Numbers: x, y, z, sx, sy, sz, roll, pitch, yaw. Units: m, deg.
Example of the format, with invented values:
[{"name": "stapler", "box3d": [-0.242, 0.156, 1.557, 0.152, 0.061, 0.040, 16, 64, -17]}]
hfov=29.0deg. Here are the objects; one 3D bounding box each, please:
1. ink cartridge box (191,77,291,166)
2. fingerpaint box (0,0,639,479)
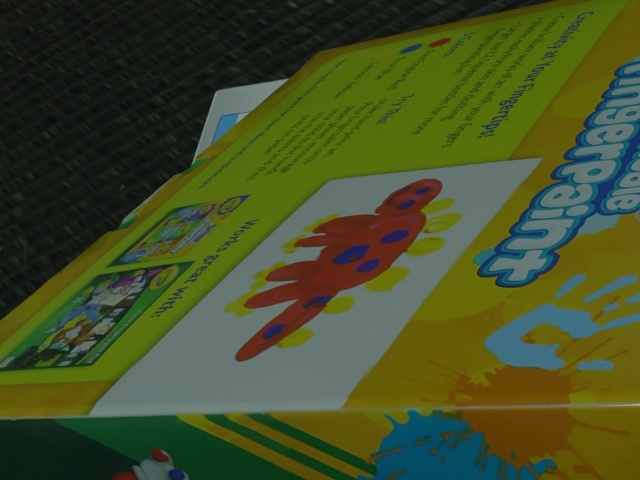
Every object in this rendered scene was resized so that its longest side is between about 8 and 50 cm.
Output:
[{"name": "ink cartridge box", "box3d": [0.000, 0.000, 0.969, 0.261, 0.066, 0.296, -4, 58, 31]}, {"name": "fingerpaint box", "box3d": [0.078, 0.023, 0.644, 0.371, 0.163, 0.445, -7, 26, 33]}]
